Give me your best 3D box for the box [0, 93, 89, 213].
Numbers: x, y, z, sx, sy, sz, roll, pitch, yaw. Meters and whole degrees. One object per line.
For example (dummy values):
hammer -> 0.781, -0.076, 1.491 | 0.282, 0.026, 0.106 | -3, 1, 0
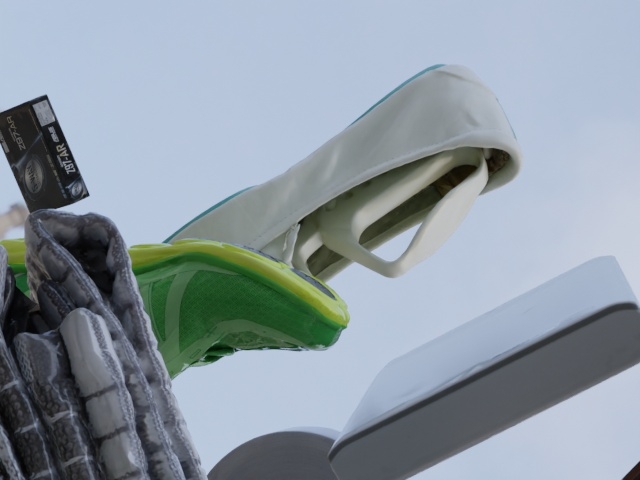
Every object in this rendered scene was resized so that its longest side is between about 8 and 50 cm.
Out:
box -> -0.212, -0.064, 1.245 | 0.067, 0.018, 0.083 | -11, -76, 52

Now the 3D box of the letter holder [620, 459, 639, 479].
letter holder -> 0.324, 0.205, 0.843 | 0.302, 0.214, 0.152 | 44, -89, -6

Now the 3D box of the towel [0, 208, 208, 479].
towel -> -0.100, 0.158, 0.655 | 0.235, 0.121, 0.283 | 107, -36, -63

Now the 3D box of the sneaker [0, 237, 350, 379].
sneaker -> -0.114, 0.064, 1.137 | 0.296, 0.109, 0.123 | 0, -103, 25

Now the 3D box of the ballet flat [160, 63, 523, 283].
ballet flat -> 0.000, 0.000, 1.368 | 0.139, 0.400, 0.139 | 53, -10, 13

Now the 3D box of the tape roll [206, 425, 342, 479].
tape roll -> -0.017, 0.291, 1.601 | 0.219, 0.072, 0.219 | 0, -92, 14

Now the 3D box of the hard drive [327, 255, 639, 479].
hard drive -> 0.118, 0.081, 1.103 | 0.203, 0.307, 0.040 | -28, -90, 9
